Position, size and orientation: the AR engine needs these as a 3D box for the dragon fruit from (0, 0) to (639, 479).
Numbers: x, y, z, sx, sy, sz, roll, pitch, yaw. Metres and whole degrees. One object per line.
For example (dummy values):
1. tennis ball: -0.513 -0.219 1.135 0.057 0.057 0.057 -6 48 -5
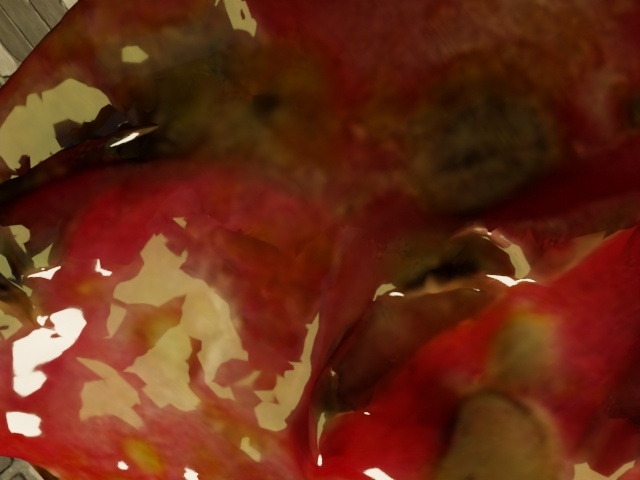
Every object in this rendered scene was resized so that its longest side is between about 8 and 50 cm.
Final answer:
1. dragon fruit: 0.066 0.004 0.633 0.249 0.371 0.386 53 173 14
